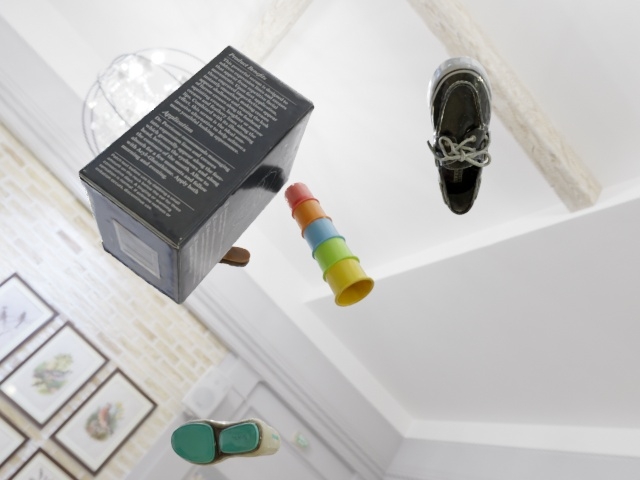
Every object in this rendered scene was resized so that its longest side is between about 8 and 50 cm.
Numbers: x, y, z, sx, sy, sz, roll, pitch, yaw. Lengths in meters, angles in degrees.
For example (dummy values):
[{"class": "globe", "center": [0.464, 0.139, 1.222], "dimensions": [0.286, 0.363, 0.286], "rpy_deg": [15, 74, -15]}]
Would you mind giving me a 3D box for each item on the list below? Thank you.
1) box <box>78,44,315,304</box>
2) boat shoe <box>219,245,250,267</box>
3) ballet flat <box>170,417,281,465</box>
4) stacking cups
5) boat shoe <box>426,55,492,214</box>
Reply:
[{"class": "box", "center": [-0.227, -0.122, 1.024], "dimensions": [0.211, 0.396, 0.294], "rpy_deg": [36, -29, 4]}, {"class": "boat shoe", "center": [-0.334, 0.043, 1.722], "dimensions": [0.206, 0.073, 0.073], "rpy_deg": [20, -30, -9]}, {"class": "ballet flat", "center": [-0.179, 0.383, 1.002], "dimensions": [0.248, 0.086, 0.086], "rpy_deg": [-13, -59, 33]}, {"class": "stacking cups", "center": [0.000, 0.000, 1.172], "dimensions": [0.316, 0.095, 0.096], "rpy_deg": [56, -22, 33]}, {"class": "boat shoe", "center": [0.244, -0.168, 0.925], "dimensions": [0.113, 0.105, 0.306], "rpy_deg": [-1, -39, 6]}]
